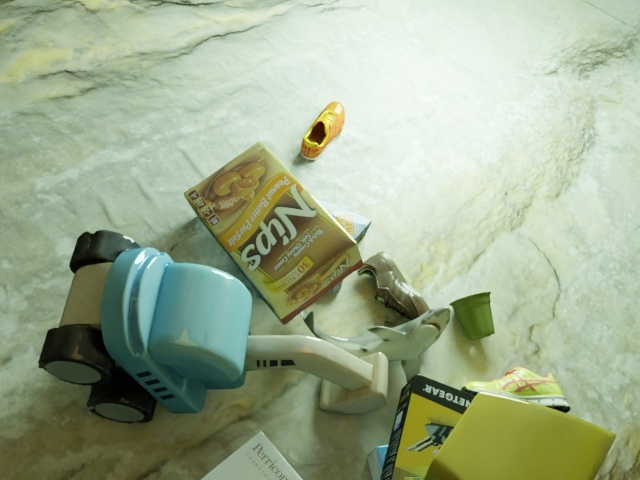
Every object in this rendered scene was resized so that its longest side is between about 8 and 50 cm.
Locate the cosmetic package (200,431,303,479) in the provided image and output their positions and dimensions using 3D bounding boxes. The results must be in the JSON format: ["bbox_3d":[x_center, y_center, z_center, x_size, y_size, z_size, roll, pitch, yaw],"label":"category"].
[{"bbox_3d":[-0.167,0.484,1.067,0.217,0.156,0.385,43,59,16],"label":"cosmetic package"}]

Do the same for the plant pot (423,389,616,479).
[{"bbox_3d":[0.260,0.343,1.076,0.187,0.212,0.212,31,56,20],"label":"plant pot"}]

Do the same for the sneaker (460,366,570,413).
[{"bbox_3d":[0.349,0.275,1.386,0.208,0.081,0.094,9,49,-16],"label":"sneaker"}]

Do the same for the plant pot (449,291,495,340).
[{"bbox_3d":[0.299,0.148,1.453,0.083,0.083,0.079,-10,74,-20],"label":"plant pot"}]

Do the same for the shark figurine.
[{"bbox_3d":[0.093,0.170,1.388,0.278,0.166,0.116,2,30,7],"label":"shark figurine"}]

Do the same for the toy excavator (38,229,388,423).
[{"bbox_3d":[-0.143,0.173,1.209,0.445,0.433,0.222,-4,55,16],"label":"toy excavator"}]

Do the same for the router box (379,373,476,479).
[{"bbox_3d":[0.255,0.384,1.209,0.309,0.081,0.243,21,56,-3],"label":"router box"}]

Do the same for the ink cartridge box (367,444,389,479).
[{"bbox_3d":[0.180,0.391,1.271,0.180,0.060,0.104,-4,60,-17],"label":"ink cartridge box"}]

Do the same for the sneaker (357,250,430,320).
[{"bbox_3d":[0.144,0.110,1.451,0.071,0.066,0.188,-31,64,-11],"label":"sneaker"}]

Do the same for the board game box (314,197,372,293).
[{"bbox_3d":[0.000,0.000,1.474,0.194,0.060,0.194,9,57,-8],"label":"board game box"}]

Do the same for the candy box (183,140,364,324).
[{"bbox_3d":[-0.089,-0.022,1.379,0.183,0.087,0.316,-37,57,-9],"label":"candy box"}]

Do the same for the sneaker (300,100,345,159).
[{"bbox_3d":[0.013,-0.245,1.629,0.064,0.067,0.175,24,54,3],"label":"sneaker"}]
